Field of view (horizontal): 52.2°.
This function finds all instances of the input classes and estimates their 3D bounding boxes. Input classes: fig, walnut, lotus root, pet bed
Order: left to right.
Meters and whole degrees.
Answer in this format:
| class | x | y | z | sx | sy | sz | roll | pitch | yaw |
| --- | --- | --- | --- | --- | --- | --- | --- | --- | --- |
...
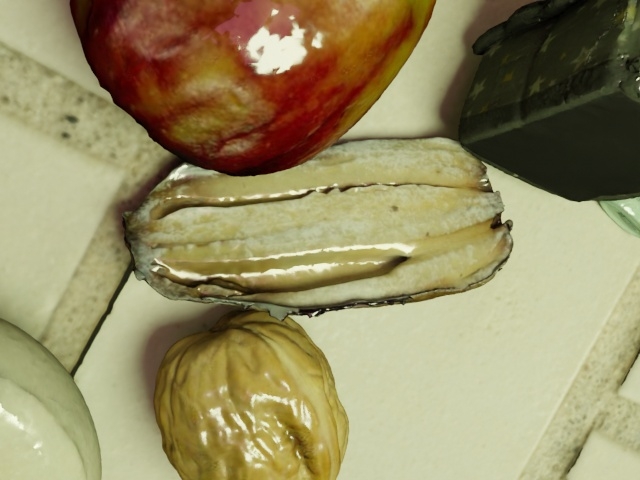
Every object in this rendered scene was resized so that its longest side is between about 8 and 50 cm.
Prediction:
| class | x | y | z | sx | sy | sz | roll | pitch | yaw |
| --- | --- | --- | --- | --- | --- | --- | --- | --- | --- |
| walnut | -0.053 | 0.152 | 0.551 | 0.155 | 0.155 | 0.184 | -23 | 103 | -8 |
| fig | -0.041 | -0.164 | 0.483 | 0.263 | 0.224 | 0.224 | -18 | 101 | -13 |
| lotus root | -0.001 | 0.000 | 0.574 | 0.329 | 0.078 | 0.167 | -4 | 63 | -10 |
| pet bed | 0.243 | -0.135 | 0.530 | 0.183 | 0.211 | 0.159 | 21 | 77 | -19 |

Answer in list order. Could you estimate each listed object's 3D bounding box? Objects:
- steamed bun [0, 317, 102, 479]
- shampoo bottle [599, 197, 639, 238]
| class | x | y | z | sx | sy | sz | roll | pitch | yaw |
| --- | --- | --- | --- | --- | --- | --- | --- | --- | --- |
| steamed bun | -0.312 | 0.171 | 0.479 | 0.283 | 0.177 | 0.283 | -7 | 108 | -23 |
| shampoo bottle | 0.364 | -0.094 | 0.661 | 0.069 | 0.041 | 0.190 | 40 | 88 | -9 |
